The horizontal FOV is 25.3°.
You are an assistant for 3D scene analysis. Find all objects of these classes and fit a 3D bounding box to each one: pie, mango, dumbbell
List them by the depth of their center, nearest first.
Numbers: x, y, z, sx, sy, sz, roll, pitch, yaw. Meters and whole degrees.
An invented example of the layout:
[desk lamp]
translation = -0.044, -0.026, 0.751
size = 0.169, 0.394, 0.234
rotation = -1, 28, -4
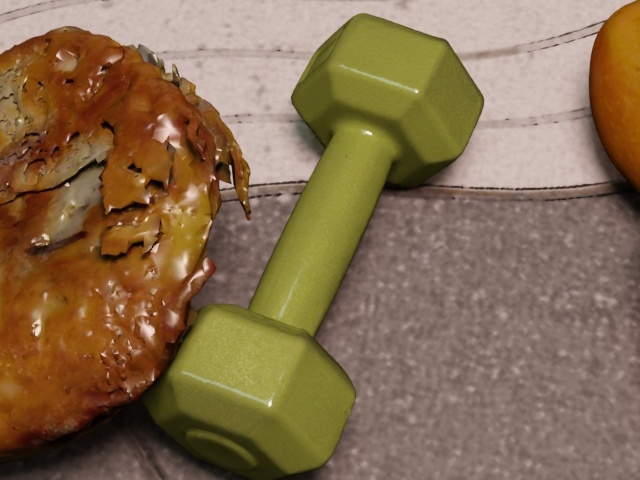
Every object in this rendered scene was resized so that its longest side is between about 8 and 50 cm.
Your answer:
[pie]
translation = -0.171, -0.003, 0.858
size = 0.308, 0.085, 0.308
rotation = -17, 53, 24
[dumbbell]
translation = 0.000, 0.000, 0.878
size = 0.108, 0.121, 0.302
rotation = 32, 63, -14
[mango]
translation = 0.275, -0.057, 0.907
size = 0.253, 0.113, 0.138
rotation = 39, 64, 13
